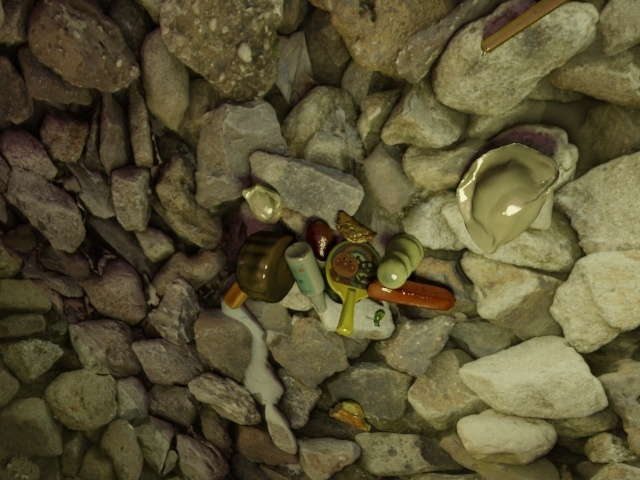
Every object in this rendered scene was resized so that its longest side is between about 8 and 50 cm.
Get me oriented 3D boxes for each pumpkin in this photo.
[{"bbox_3d":[0.103,0.179,1.835,0.167,0.125,0.167,12,121,21],"label":"pumpkin"}]

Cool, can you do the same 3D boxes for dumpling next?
[{"bbox_3d":[-0.224,-0.149,1.852,0.136,0.118,0.199,-31,125,17],"label":"dumpling"},{"bbox_3d":[0.570,-0.138,1.480,0.260,0.181,0.341,46,154,23],"label":"dumpling"}]

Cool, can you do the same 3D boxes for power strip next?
[{"bbox_3d":[0.589,-0.630,1.308,0.306,0.064,0.044,-28,92,31],"label":"power strip"}]

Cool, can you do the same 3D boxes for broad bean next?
[{"bbox_3d":[0.000,0.000,1.833,0.114,0.084,0.165,-1,105,6],"label":"broad bean"}]

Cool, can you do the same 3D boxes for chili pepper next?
[{"bbox_3d":[0.239,0.318,1.893,0.034,0.030,0.091,12,121,-9],"label":"chili pepper"}]

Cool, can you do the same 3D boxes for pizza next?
[{"bbox_3d":[0.156,0.791,2.112,0.204,0.080,0.188,26,143,1],"label":"pizza"}]

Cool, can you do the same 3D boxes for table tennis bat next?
[{"bbox_3d":[0.116,0.170,1.732,0.225,0.368,0.054,15,162,-11],"label":"table tennis bat"}]

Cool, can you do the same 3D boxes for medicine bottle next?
[{"bbox_3d":[-0.041,0.164,1.867,0.110,0.110,0.351,0,133,24],"label":"medicine bottle"}]

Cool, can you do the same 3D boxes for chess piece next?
[{"bbox_3d":[0.276,0.085,1.644,0.145,0.251,0.144,9,114,20],"label":"chess piece"}]

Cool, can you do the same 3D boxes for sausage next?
[{"bbox_3d":[0.335,0.194,1.713,0.331,0.102,0.102,11,118,-5],"label":"sausage"}]

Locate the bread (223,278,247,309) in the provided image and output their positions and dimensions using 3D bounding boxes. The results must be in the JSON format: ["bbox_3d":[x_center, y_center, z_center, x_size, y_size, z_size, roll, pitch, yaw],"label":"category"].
[{"bbox_3d":[-0.348,0.210,2.078,0.092,0.074,0.239,50,121,16],"label":"bread"}]

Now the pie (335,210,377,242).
[{"bbox_3d":[0.123,-0.042,1.773,0.170,0.034,0.092,38,82,9],"label":"pie"}]

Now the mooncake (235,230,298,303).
[{"bbox_3d":[-0.210,0.104,1.853,0.162,0.290,0.290,12,116,25],"label":"mooncake"}]
